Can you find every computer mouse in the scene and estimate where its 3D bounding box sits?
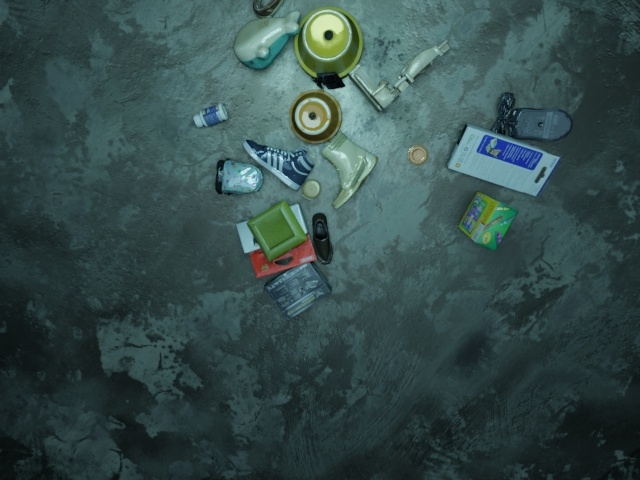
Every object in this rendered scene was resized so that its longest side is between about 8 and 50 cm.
[{"bbox_3d":[0.802,-0.450,1.711,0.273,0.072,0.188,12,107,12],"label":"computer mouse"}]

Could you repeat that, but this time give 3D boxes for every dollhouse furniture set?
[{"bbox_3d":[0.285,-0.633,1.564,0.356,0.303,0.173,-41,98,11],"label":"dollhouse furniture set"}]

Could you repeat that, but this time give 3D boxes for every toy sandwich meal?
[{"bbox_3d":[-0.036,-0.205,1.830,0.086,0.029,0.085,0,94,6],"label":"toy sandwich meal"}]

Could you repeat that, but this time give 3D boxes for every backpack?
[{"bbox_3d":[-0.320,-0.242,1.789,0.182,0.115,0.151,6,102,-2],"label":"backpack"}]

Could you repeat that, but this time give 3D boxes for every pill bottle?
[{"bbox_3d":[-0.428,-0.483,1.756,0.120,0.067,0.067,-18,103,7],"label":"pill bottle"}]

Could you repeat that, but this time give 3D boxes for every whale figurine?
[{"bbox_3d":[-0.178,-0.715,1.623,0.272,0.216,0.141,-15,145,24],"label":"whale figurine"}]

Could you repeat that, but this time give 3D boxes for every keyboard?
[{"bbox_3d":[0.029,-0.570,1.650,0.100,0.192,0.038,0,94,14],"label":"keyboard"}]

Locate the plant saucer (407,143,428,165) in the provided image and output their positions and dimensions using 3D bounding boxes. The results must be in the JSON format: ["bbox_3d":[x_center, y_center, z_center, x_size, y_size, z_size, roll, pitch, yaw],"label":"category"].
[{"bbox_3d":[0.385,-0.337,1.783,0.084,0.013,0.083,1,104,2],"label":"plant saucer"}]

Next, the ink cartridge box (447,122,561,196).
[{"bbox_3d":[0.694,-0.306,1.726,0.371,0.069,0.175,19,122,0],"label":"ink cartridge box"}]

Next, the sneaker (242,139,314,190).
[{"bbox_3d":[-0.156,-0.335,1.763,0.282,0.099,0.153,38,108,-14],"label":"sneaker"}]

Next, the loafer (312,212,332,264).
[{"bbox_3d":[0.000,0.000,1.853,0.080,0.078,0.219,-10,103,5],"label":"loafer"}]

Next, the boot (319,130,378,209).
[{"bbox_3d":[0.072,-0.273,1.771,0.204,0.095,0.261,35,101,-7],"label":"boot"}]

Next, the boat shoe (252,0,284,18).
[{"bbox_3d":[-0.134,-0.952,1.594,0.123,0.123,0.342,37,103,-7],"label":"boat shoe"}]

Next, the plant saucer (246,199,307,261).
[{"bbox_3d":[-0.178,-0.039,1.793,0.189,0.045,0.188,-31,86,6],"label":"plant saucer"}]

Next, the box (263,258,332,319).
[{"bbox_3d":[-0.095,0.202,1.920,0.231,0.056,0.183,-34,101,10],"label":"box"}]

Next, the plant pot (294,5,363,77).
[{"bbox_3d":[0.029,-0.701,1.592,0.254,0.239,0.253,0,104,2],"label":"plant pot"}]

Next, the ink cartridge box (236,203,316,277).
[{"bbox_3d":[-0.180,0.006,1.847,0.276,0.060,0.238,-18,87,7],"label":"ink cartridge box"}]

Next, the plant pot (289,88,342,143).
[{"bbox_3d":[-0.021,-0.461,1.680,0.205,0.188,0.204,1,104,2],"label":"plant pot"}]

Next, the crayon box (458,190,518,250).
[{"bbox_3d":[0.622,-0.079,1.700,0.081,0.278,0.165,24,104,-2],"label":"crayon box"}]
